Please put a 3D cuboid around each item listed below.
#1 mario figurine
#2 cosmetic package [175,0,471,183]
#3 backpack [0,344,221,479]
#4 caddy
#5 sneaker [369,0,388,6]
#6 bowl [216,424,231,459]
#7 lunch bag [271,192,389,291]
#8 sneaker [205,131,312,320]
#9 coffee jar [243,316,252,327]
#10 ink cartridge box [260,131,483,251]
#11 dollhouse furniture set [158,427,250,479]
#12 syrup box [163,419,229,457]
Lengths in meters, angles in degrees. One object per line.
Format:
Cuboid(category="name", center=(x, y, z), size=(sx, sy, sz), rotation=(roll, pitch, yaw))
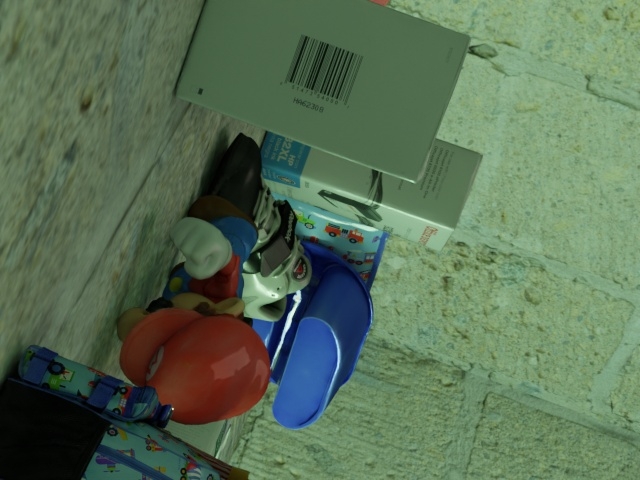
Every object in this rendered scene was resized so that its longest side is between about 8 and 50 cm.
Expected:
Cuboid(category="mario figurine", center=(-0.143, 0.061, 1.264), size=(0.320, 0.170, 0.198), rotation=(-91, 162, -68))
Cuboid(category="cosmetic package", center=(0.010, -0.154, 1.172), size=(0.224, 0.224, 0.138), rotation=(-42, 152, -85))
Cuboid(category="backpack", center=(-0.145, 0.161, 0.897), size=(0.158, 0.173, 0.117), rotation=(98, 12, -74))
Cuboid(category="caddy", center=(-0.048, 0.155, 2.181), size=(0.179, 0.241, 0.341), rotation=(-55, 167, -49))
Cuboid(category="sneaker", center=(0.072, -0.395, 1.661), size=(0.116, 0.136, 0.314), rotation=(-68, 177, -59))
Cuboid(category="bowl", center=(-0.198, 0.329, 2.114), size=(0.170, 0.080, 0.170), rotation=(21, 90, -87))
Cuboid(category="lunch bag", center=(0.000, 0.000, 2.188), size=(0.138, 0.221, 0.293), rotation=(-68, 176, -45))
Cuboid(category="sneaker", center=(-0.072, -0.007, 1.534), size=(0.330, 0.146, 0.122), rotation=(103, 9, -60))
Cuboid(category="coffee jar", center=(-0.144, 0.131, 1.742), size=(0.184, 0.079, 0.096), rotation=(53, 60, -88))
Cuboid(category="ink cartridge box", center=(0.071, -0.103, 1.925), size=(0.223, 0.307, 0.129), rotation=(91, 18, -81))
Cuboid(category="dollhouse furniture set", center=(-0.196, 0.349, 1.154), size=(0.374, 0.201, 0.152), rotation=(-64, 178, 0))
Cuboid(category="syrup box", center=(-0.193, 0.287, 1.729), size=(0.237, 0.096, 0.093), rotation=(-66, 175, -49))
